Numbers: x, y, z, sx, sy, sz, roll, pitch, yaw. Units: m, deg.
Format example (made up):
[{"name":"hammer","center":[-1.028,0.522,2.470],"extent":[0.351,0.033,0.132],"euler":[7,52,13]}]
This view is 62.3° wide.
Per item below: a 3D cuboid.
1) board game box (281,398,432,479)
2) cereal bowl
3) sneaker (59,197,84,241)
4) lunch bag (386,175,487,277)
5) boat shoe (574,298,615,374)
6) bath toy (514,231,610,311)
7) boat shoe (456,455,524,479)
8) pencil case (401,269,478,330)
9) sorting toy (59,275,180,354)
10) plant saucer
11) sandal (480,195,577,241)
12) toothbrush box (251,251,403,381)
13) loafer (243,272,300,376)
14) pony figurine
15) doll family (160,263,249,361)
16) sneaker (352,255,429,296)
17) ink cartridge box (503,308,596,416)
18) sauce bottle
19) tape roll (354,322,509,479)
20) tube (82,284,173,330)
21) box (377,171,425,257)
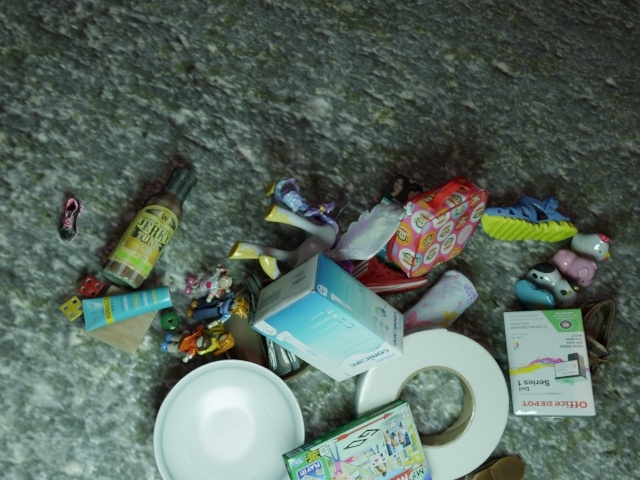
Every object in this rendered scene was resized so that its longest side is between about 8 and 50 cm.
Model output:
[{"name":"board game box","center":[0.092,0.528,1.219],"extent":[0.318,0.046,0.213],"euler":[-18,91,-22]},{"name":"cereal bowl","center":[-0.214,0.455,1.247],"extent":[0.339,0.141,0.338],"euler":[4,71,-11]},{"name":"sneaker","center":[-0.650,-0.056,1.370],"extent":[0.047,0.057,0.119],"euler":[8,71,-12]},{"name":"lunch bag","center":[0.326,-0.052,1.452],"extent":[0.293,0.258,0.120],"euler":[-25,51,-32]},{"name":"boat shoe","center":[0.757,0.310,1.520],"extent":[0.123,0.123,0.342],"euler":[38,68,2]},{"name":"bath toy","center":[0.754,0.088,1.594],"extent":[0.348,0.129,0.151],"euler":[-34,81,-21]},{"name":"boat shoe","center":[0.440,0.606,1.375],"extent":[0.207,0.073,0.073],"euler":[3,72,-32]},{"name":"pencil case","center":[0.307,0.198,1.466],"extent":[0.273,0.124,0.113],"euler":[-36,125,-20]},{"name":"sorting toy","center":[-0.500,0.197,1.322],"extent":[0.275,0.046,0.132],"euler":[25,68,-4]},{"name":"plant saucer","center":[-0.125,0.237,1.395],"extent":[0.278,0.041,0.277],"euler":[4,70,-12]},{"name":"sandal","center":[0.630,-0.075,1.633],"extent":[0.318,0.126,0.138],"euler":[4,67,-20]},{"name":"toothbrush box","center":[0.024,0.192,1.256],"extent":[0.296,0.216,0.126],"euler":[38,39,-24]},{"name":"loafer","center":[-0.142,0.214,1.331],"extent":[0.084,0.096,0.267],"euler":[-25,81,-13]},{"name":"pony figurine","center":[0.000,0.000,1.369],"extent":[0.364,0.303,0.350],"euler":[33,81,-27]},{"name":"doll family","center":[-0.265,0.194,1.317],"extent":[0.163,0.118,0.262],"euler":[-7,53,30]},{"name":"sneaker","center":[0.191,0.087,1.492],"extent":[0.222,0.087,0.127],"euler":[-7,75,-16]},{"name":"ink cartridge box","center":[0.616,0.336,1.442],"extent":[0.202,0.117,0.277],"euler":[-6,70,18]},{"name":"sauce bottle","center":[-0.435,-0.040,1.383],"extent":[0.112,0.111,0.344],"euler":[26,69,-3]},{"name":"tape roll","center":[0.279,0.409,1.339],"extent":[0.393,0.072,0.391],"euler":[0,92,-6]},{"name":"tube","center":[-0.470,0.158,1.295],"extent":[0.207,0.052,0.080],"euler":[-13,64,-11]},{"name":"box","center":[0.210,-0.077,1.564],"extent":[0.101,0.060,0.244],"euler":[32,68,-1]}]
